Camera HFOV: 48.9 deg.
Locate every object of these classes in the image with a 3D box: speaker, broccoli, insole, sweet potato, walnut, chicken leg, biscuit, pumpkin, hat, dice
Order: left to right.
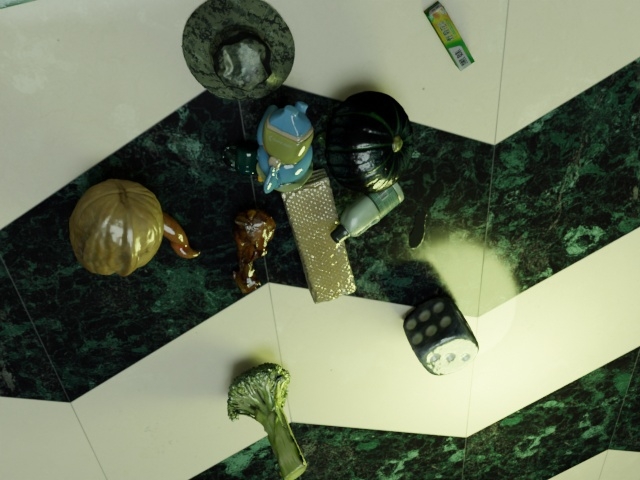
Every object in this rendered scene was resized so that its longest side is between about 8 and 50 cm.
[{"bbox_3d":[-0.490,-0.026,1.698,0.224,0.225,0.261,2,136,-16],"label":"walnut"},{"bbox_3d":[-0.386,-0.019,1.836,0.055,0.058,0.202,-33,127,-2],"label":"sweet potato"},{"bbox_3d":[-0.198,-0.204,1.737,0.094,0.060,0.075,-1,127,-14],"label":"speaker"},{"bbox_3d":[-0.173,-0.400,1.548,0.265,0.128,0.266,-6,125,-9],"label":"hat"},{"bbox_3d":[-0.195,0.027,1.914,0.113,0.093,0.305,14,133,-3],"label":"chicken leg"},{"bbox_3d":[-0.146,0.566,2.184,0.221,0.362,0.252,-8,163,-30],"label":"broccoli"},{"bbox_3d":[0.000,0.000,1.940,0.143,0.079,0.426,-17,130,-3],"label":"biscuit"},{"bbox_3d":[0.095,-0.237,1.710,0.247,0.248,0.248,-7,129,-9],"label":"pumpkin"},{"bbox_3d":[0.283,-0.029,2.042,0.044,0.002,0.135,-5,129,-13],"label":"insole"},{"bbox_3d":[0.379,0.301,2.212,0.182,0.182,0.183,-33,131,11],"label":"dice"}]

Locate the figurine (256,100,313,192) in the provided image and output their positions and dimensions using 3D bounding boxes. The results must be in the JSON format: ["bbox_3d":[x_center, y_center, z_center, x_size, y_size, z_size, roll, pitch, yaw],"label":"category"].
[{"bbox_3d":[-0.077,-0.230,1.673,0.153,0.180,0.262,6,134,-12],"label":"figurine"}]

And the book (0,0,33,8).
[{"bbox_3d":[-0.637,-0.516,1.400,0.134,0.017,0.103,-15,130,-4],"label":"book"}]

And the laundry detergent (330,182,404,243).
[{"bbox_3d":[0.119,-0.073,1.870,0.225,0.070,0.099,-41,145,-11],"label":"laundry detergent"}]

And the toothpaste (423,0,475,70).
[{"bbox_3d":[0.307,-0.483,1.666,0.043,0.037,0.178,-35,128,12],"label":"toothpaste"}]
